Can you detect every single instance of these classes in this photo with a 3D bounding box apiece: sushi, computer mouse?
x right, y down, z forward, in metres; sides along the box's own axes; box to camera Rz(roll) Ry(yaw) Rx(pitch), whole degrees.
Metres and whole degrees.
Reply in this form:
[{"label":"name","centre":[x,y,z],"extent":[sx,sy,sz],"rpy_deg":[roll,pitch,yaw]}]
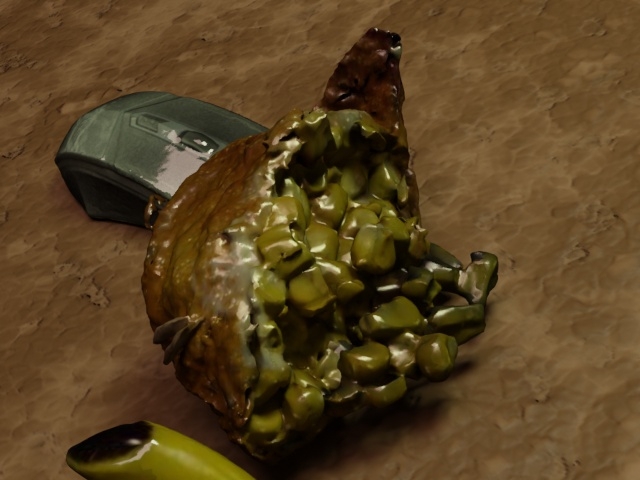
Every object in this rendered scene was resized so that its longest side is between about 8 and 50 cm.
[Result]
[{"label":"sushi","centre":[0.000,0.003,0.777],"extent":[0.179,0.167,0.296],"rpy_deg":[-19,23,37]},{"label":"computer mouse","centre":[-0.133,-0.074,0.998],"extent":[0.231,0.071,0.126],"rpy_deg":[15,49,37]}]

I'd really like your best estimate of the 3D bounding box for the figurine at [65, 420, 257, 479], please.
[{"label":"figurine","centre":[0.044,0.201,0.496],"extent":[0.327,0.218,0.169],"rpy_deg":[5,2,40]}]
